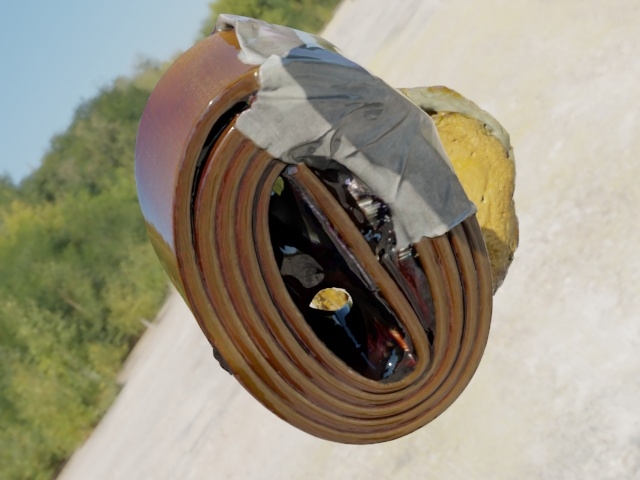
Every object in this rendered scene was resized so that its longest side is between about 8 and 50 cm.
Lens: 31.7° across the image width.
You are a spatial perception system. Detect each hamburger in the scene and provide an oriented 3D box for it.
[{"bbox_3d":[0.098,-0.042,1.369,0.318,0.319,0.158,-56,21,-11],"label":"hamburger"}]

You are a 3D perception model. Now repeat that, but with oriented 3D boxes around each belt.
[{"bbox_3d":[0.000,0.000,0.819,0.217,0.338,0.122,-34,35,-5],"label":"belt"}]
